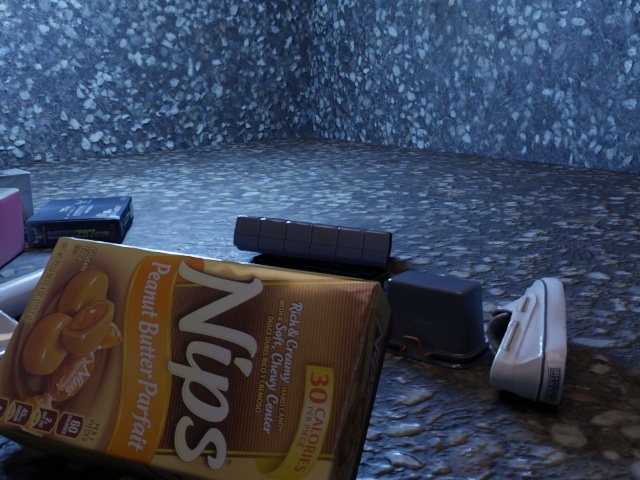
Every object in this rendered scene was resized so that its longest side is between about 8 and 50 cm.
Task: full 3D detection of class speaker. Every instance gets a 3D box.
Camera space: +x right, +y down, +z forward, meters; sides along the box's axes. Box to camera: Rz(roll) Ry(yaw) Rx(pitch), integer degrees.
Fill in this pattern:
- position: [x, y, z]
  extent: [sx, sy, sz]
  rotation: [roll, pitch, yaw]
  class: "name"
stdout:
- position: [-0.437, 0.082, 1.110]
  extent: [0.055, 0.055, 0.136]
  rotation: [4, 15, 22]
  class: "speaker"

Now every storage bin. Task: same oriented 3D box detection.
- position: [0.135, 0.093, 0.944]
  extent: [0.135, 0.091, 0.098]
  rotation: [8, 16, 36]
  class: "storage bin"

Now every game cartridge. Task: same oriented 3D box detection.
- position: [0.000, 0.000, 1.240]
  extent: [0.230, 0.068, 0.355]
  rotation: [3, 1, 6]
  class: "game cartridge"

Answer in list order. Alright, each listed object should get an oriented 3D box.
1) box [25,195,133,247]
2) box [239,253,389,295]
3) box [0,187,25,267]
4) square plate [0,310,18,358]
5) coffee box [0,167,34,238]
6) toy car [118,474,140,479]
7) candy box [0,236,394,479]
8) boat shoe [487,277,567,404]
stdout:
- position: [-0.501, -0.043, 1.622]
  extent: [0.183, 0.059, 0.233]
  rotation: [-4, 14, -6]
  class: "box"
- position: [-0.043, 0.075, 1.103]
  extent: [0.231, 0.056, 0.183]
  rotation: [8, 15, 33]
  class: "box"
- position: [-0.638, -0.012, 1.359]
  extent: [0.148, 0.127, 0.232]
  rotation: [-1, 14, -2]
  class: "box"
- position: [-0.437, 0.034, 0.574]
  extent: [0.344, 0.049, 0.347]
  rotation: [36, 10, -2]
  class: "square plate"
- position: [-0.714, -0.060, 1.538]
  extent: [0.246, 0.141, 0.098]
  rotation: [-12, 17, -39]
  class: "coffee box"
- position: [-0.130, 0.211, 0.578]
  extent: [0.122, 0.040, 0.060]
  rotation: [9, 17, 34]
  class: "toy car"
- position: [-0.112, 0.110, 0.656]
  extent: [0.316, 0.183, 0.087]
  rotation: [7, -28, 20]
  class: "candy box"
- position: [0.237, 0.102, 0.890]
  extent: [0.084, 0.095, 0.258]
  rotation: [7, 14, 13]
  class: "boat shoe"
